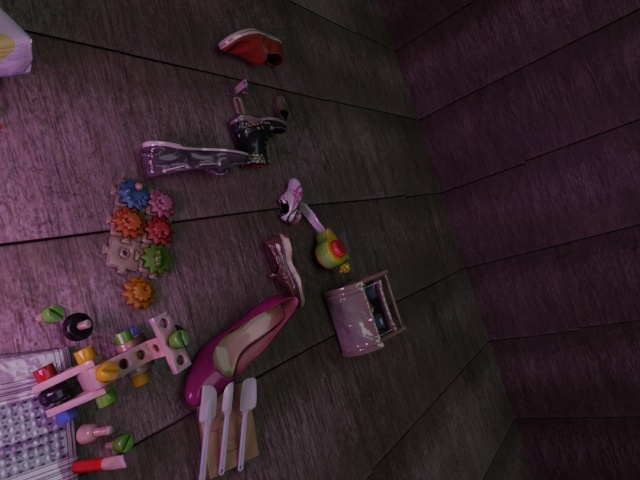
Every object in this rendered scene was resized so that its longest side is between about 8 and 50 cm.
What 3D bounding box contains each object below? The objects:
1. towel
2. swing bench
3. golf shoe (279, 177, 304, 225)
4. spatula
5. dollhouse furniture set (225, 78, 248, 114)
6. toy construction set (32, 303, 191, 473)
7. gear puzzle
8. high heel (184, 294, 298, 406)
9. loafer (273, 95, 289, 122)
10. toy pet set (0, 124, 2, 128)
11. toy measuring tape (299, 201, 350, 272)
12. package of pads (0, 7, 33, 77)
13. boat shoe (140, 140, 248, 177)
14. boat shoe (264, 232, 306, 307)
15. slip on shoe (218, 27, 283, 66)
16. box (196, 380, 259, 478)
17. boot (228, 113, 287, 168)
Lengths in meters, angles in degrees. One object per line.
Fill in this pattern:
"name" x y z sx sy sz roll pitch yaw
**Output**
"towel" -0.594 0.357 0.719 0.324 0.056 0.313 3 72 -49
"swing bench" 0.169 0.274 1.587 0.254 0.165 0.254 -17 89 -52
"golf shoe" -0.108 -0.153 1.514 0.085 0.067 0.186 24 57 -41
"spatula" -0.235 0.479 1.050 0.168 0.019 0.242 9 82 -50
"dollhouse furniture set" -0.263 -0.507 1.468 0.091 0.081 0.115 -12 84 -52
"toy construction set" -0.383 0.277 0.820 0.257 0.237 0.309 27 50 -58
"gear puzzle" -0.450 0.006 1.051 0.175 0.044 0.339 19 60 -45
"high heel" -0.205 0.275 1.113 0.127 0.181 0.377 49 40 -11
"loafer" -0.150 -0.506 1.630 0.056 0.050 0.148 15 64 -47
"toy pet set" -0.732 -0.295 0.850 0.122 0.065 0.114 -3 112 -48
"toy measuring tape" 0.000 0.000 1.553 0.330 0.121 0.121 51 41 -10
"package of pads" -0.742 -0.426 0.782 0.296 0.101 0.229 45 41 -1
"boat shoe" -0.359 -0.226 1.224 0.335 0.112 0.096 -5 96 -45
"boat shoe" -0.125 0.108 1.385 0.095 0.095 0.258 -16 89 -18
"slip on shoe" -0.245 -0.715 1.559 0.331 0.122 0.102 -27 100 -56
"box" -0.246 0.496 1.105 0.164 0.021 0.202 1 75 -50
"boot" -0.204 -0.344 1.471 0.236 0.085 0.179 -8 83 -45
